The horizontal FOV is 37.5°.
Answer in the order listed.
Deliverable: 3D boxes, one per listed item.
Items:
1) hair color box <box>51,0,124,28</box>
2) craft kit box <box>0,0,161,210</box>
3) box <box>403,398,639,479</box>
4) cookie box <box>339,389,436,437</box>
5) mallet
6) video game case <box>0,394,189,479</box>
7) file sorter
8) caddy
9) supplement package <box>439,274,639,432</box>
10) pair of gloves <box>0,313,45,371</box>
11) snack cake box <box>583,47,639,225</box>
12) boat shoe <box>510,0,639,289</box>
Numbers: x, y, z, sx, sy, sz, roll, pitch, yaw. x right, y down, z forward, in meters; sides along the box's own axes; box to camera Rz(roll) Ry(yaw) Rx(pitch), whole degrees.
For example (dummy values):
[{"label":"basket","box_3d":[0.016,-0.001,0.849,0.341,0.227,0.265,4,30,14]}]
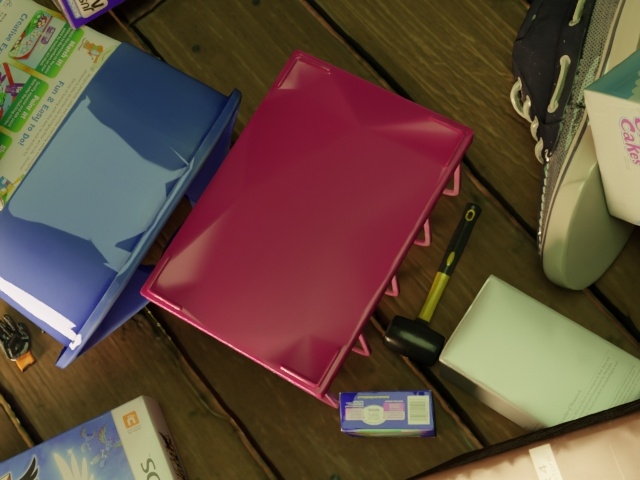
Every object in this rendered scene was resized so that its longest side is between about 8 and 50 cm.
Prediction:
[{"label":"hair color box","box_3d":[-0.215,-0.428,1.152,0.339,0.110,0.185,-35,69,-10]},{"label":"craft kit box","box_3d":[-0.350,-0.156,1.141,0.247,0.061,0.249,27,79,18]},{"label":"box","box_3d":[0.231,0.239,0.763,0.143,0.381,0.191,-11,73,-37]},{"label":"cookie box","box_3d":[0.070,0.176,0.949,0.092,0.107,0.040,-2,75,8]},{"label":"mallet","box_3d":[0.122,0.040,1.023,0.062,0.039,0.189,17,72,8]},{"label":"video game case","box_3d":[-0.253,0.328,0.974,0.270,0.061,0.244,-26,71,0]},{"label":"file sorter","box_3d":[0.000,0.000,0.974,0.202,0.182,0.290,28,78,16]},{"label":"caddy","box_3d":[-0.205,-0.033,0.976,0.179,0.241,0.341,33,79,-12]},{"label":"supplement package","box_3d":[0.220,0.132,0.942,0.179,0.105,0.105,31,80,15]},{"label":"pair of gloves","box_3d":[-0.332,0.100,1.082,0.083,0.010,0.074,-42,73,-3]},{"label":"snack cake box","box_3d":[0.392,-0.142,0.935,0.264,0.152,0.089,-36,36,-20]},{"label":"boat shoe","box_3d":[0.272,-0.124,1.022,0.158,0.127,0.340,20,91,48]}]
